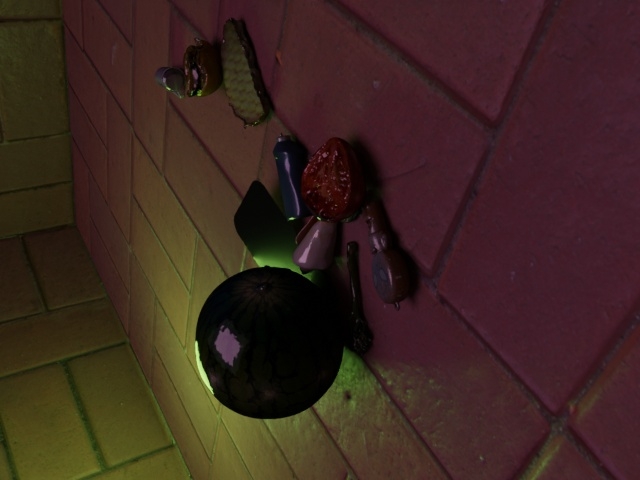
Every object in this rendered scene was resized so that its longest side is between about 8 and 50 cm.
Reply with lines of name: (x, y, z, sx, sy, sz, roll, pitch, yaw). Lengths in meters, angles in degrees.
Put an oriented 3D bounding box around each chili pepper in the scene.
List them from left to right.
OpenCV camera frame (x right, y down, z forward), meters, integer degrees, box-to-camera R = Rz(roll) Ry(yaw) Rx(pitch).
chili pepper: (0.060, -0.060, 1.365, 0.091, 0.030, 0.034, -33, 48, 56)

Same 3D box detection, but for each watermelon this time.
watermelon: (-0.113, 0.229, 1.470, 0.363, 0.363, 0.363, 30, 127, 51)

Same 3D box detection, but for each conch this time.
conch: (-0.012, -0.003, 1.449, 0.104, 0.094, 0.176, -74, -8, -65)

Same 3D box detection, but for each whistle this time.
whistle: (0.127, 0.029, 1.267, 0.107, 0.057, 0.220, 129, 127, -70)

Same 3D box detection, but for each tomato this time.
tomato: (0.038, -0.109, 1.316, 0.166, 0.082, 0.174, -45, 48, 40)

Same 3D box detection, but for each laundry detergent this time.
laundry detergent: (-0.066, -0.152, 1.509, 0.096, 0.061, 0.206, 168, 89, -68)

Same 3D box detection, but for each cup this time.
cup: (-0.469, -0.499, 2.046, 0.116, 0.074, 0.104, 30, 155, 56)

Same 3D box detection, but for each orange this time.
orange: (-0.316, -0.460, 1.753, 0.160, 0.112, 0.170, 152, 126, -70)

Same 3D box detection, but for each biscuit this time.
biscuit: (-0.203, -0.410, 1.656, 0.187, 0.036, 0.273, -29, 77, 59)

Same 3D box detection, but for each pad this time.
pad: (-0.089, 0.051, 1.669, 0.375, 0.063, 0.315, 57, 145, 12)

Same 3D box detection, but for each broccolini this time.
broccolini: (0.069, 0.131, 1.407, 0.071, 0.057, 0.254, -4, 105, 16)
